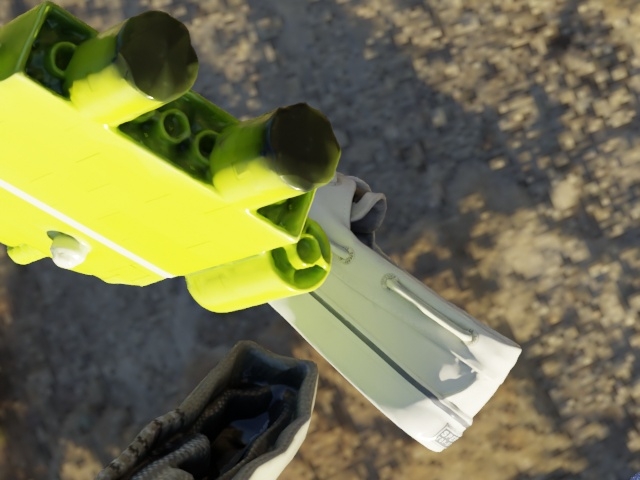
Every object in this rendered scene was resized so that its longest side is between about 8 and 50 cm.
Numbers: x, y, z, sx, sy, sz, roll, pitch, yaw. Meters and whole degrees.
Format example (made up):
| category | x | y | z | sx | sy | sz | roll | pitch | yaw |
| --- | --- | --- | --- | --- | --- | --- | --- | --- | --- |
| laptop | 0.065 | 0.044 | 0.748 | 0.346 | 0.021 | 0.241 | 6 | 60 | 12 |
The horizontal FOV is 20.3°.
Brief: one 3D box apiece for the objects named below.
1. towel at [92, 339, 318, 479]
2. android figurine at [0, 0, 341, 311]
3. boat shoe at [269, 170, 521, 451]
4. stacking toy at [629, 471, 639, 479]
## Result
| category | x | y | z | sx | sy | sz | roll | pitch | yaw |
| --- | --- | --- | --- | --- | --- | --- | --- | --- | --- |
| towel | -0.112 | 0.208 | 0.421 | 0.056 | 0.312 | 0.324 | 30 | 122 | 13 |
| android figurine | -0.117 | -0.037 | 0.903 | 0.273 | 0.248 | 0.056 | -16 | 50 | 51 |
| boat shoe | 0.000 | 0.000 | 1.022 | 0.267 | 0.096 | 0.088 | 44 | 96 | 20 |
| stacking toy | 0.220 | 0.237 | 1.309 | 0.141 | 0.330 | 0.141 | 156 | 90 | -84 |
